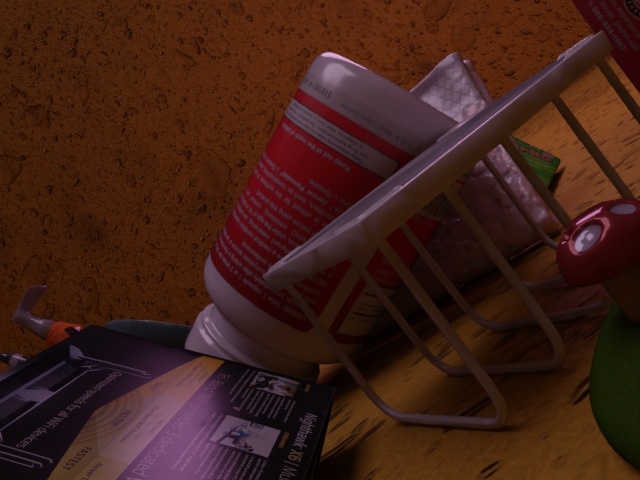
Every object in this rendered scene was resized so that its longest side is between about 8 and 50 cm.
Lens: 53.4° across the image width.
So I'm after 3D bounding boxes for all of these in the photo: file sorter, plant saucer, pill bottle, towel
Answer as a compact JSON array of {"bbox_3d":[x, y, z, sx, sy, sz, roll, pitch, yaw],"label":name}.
[{"bbox_3d":[0.133,0.000,0.521,0.278,0.173,0.193,-37,3,-25],"label":"file sorter"},{"bbox_3d":[-0.212,0.199,1.087,0.317,0.318,0.043,147,136,-62],"label":"plant saucer"},{"bbox_3d":[0.000,0.000,0.790,0.407,0.229,0.229,-60,-3,12],"label":"pill bottle"},{"bbox_3d":[0.125,-0.059,0.899,0.332,0.316,0.053,-36,-39,30],"label":"towel"}]

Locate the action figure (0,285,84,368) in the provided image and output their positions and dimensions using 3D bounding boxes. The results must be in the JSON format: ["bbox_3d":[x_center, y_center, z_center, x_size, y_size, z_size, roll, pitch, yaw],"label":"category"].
[{"bbox_3d":[-0.335,0.267,0.969,0.179,0.330,0.341,-27,-33,-26],"label":"action figure"}]

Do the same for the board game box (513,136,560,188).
[{"bbox_3d":[0.313,-0.118,1.028,0.259,0.124,0.039,-40,-24,-54],"label":"board game box"}]

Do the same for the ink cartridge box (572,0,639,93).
[{"bbox_3d":[0.383,-0.213,0.467,0.131,0.226,0.306,-38,2,-39],"label":"ink cartridge box"}]

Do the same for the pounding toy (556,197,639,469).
[{"bbox_3d":[0.197,0.002,0.268,0.183,0.110,0.237,-38,2,-29],"label":"pounding toy"}]

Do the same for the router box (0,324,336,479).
[{"bbox_3d":[-0.132,0.163,0.443,0.309,0.243,0.081,-42,-36,-77],"label":"router box"}]
